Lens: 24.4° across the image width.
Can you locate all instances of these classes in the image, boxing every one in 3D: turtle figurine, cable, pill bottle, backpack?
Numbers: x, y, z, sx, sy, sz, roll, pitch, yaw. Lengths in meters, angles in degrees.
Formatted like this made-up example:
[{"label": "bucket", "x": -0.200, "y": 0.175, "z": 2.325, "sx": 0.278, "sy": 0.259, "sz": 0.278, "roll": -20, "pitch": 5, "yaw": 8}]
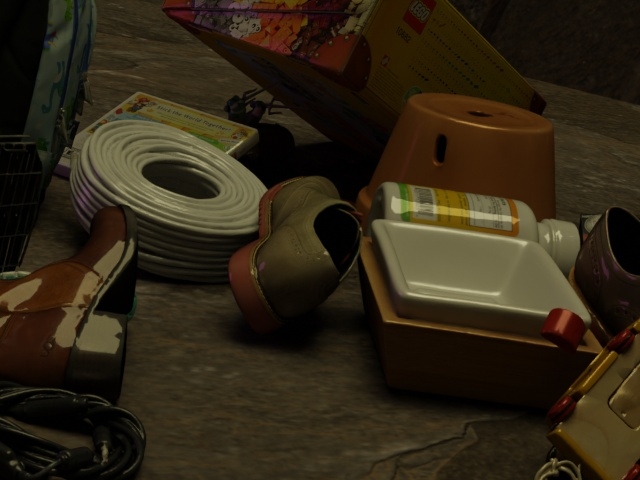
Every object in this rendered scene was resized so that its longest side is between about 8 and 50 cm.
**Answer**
[{"label": "turtle figurine", "x": -0.132, "y": -0.170, "z": 2.264, "sx": 0.234, "sy": 0.118, "sz": 0.175, "roll": -5, "pitch": -4, "yaw": 0}, {"label": "cable", "x": -0.176, "y": -0.050, "z": 1.796, "sx": 0.257, "sy": 0.089, "sz": 0.257, "roll": 15, "pitch": 27, "yaw": -16}, {"label": "pill bottle", "x": 0.184, "y": 0.011, "z": 1.811, "sx": 0.246, "sy": 0.136, "sz": 0.136, "roll": 8, "pitch": 16, "yaw": -8}, {"label": "cable", "x": -0.235, "y": 0.150, "z": 1.244, "sx": 0.184, "sy": 0.047, "sz": 0.151, "roll": 23, "pitch": 20, "yaw": 39}, {"label": "backpack", "x": -0.422, "y": -0.223, "z": 1.849, "sx": 0.290, "sy": 0.355, "sz": 0.273, "roll": 16, "pitch": 16, "yaw": 21}]

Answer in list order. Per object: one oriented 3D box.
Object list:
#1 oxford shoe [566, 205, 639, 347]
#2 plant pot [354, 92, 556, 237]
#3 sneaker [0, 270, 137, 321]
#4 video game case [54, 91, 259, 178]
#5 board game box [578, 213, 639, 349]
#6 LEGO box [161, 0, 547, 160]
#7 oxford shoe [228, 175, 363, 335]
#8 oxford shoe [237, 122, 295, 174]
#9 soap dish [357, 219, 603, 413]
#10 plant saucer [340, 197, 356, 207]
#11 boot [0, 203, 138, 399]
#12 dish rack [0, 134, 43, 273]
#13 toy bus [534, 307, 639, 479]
[{"label": "oxford shoe", "x": 0.379, "y": 0.103, "z": 1.533, "sx": 0.130, "sy": 0.132, "sz": 0.363, "roll": -13, "pitch": 41, "yaw": -28}, {"label": "plant pot", "x": 0.196, "y": -0.079, "z": 2.005, "sx": 0.291, "sy": 0.203, "sz": 0.291, "roll": 8, "pitch": 16, "yaw": -2}, {"label": "sneaker", "x": -0.277, "y": 0.063, "z": 1.520, "sx": 0.167, "sy": 0.065, "sz": 0.076, "roll": 7, "pitch": 0, "yaw": -23}, {"label": "video game case", "x": -0.236, "y": -0.127, "z": 2.079, "sx": 0.227, "sy": 0.026, "sz": 0.206, "roll": 19, "pitch": 43, "yaw": 30}, {"label": "board game box", "x": 0.391, "y": 0.061, "z": 1.731, "sx": 0.165, "sy": 0.042, "sz": 0.243, "roll": 2, "pitch": 39, "yaw": 4}, {"label": "LEGO box", "x": 0.063, "y": -0.279, "z": 2.274, "sx": 0.373, "sy": 0.193, "sz": 0.500, "roll": 24, "pitch": -5, "yaw": 38}, {"label": "oxford shoe", "x": 0.000, "y": 0.000, "z": 1.691, "sx": 0.130, "sy": 0.123, "sz": 0.348, "roll": -24, "pitch": 18, "yaw": 18}, {"label": "oxford shoe", "x": -0.116, "y": -0.112, "z": 2.160, "sx": 0.227, "sy": 0.082, "sz": 0.096, "roll": -19, "pitch": 34, "yaw": -37}, {"label": "soap dish", "x": 0.157, "y": 0.078, "z": 1.601, "sx": 0.229, "sy": 0.118, "sz": 0.291, "roll": 8, "pitch": 16, "yaw": -7}, {"label": "plant saucer", "x": 0.021, "y": -0.045, "z": 2.114, "sx": 0.083, "sy": 0.015, "sz": 0.083, "roll": 10, "pitch": 17, "yaw": -3}, {"label": "boot", "x": -0.319, "y": 0.046, "z": 1.412, "sx": 0.281, "sy": 0.096, "sz": 0.264, "roll": 6, "pitch": 46, "yaw": -4}, {"label": "dish rack", "x": -0.412, "y": -0.027, "z": 1.474, "sx": 0.272, "sy": 0.208, "sz": 0.074, "roll": -4, "pitch": 33, "yaw": -41}, {"label": "toy bus", "x": 0.263, "y": 0.171, "z": 1.371, "sx": 0.202, "sy": 0.190, "sz": 0.104, "roll": 6, "pitch": -27, "yaw": -17}]
